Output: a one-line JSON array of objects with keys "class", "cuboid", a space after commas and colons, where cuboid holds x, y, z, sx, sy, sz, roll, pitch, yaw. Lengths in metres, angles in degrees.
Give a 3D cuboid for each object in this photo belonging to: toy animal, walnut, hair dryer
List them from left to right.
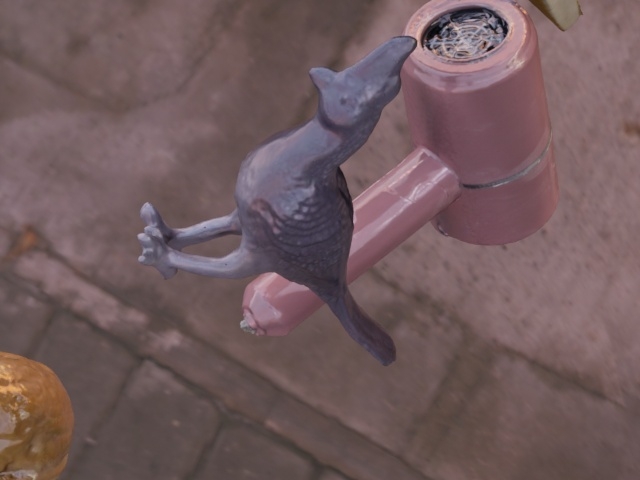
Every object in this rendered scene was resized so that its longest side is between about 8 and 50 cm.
[{"class": "walnut", "cuboid": [-0.304, 0.173, 1.541, 0.166, 0.166, 0.149, -32, 60, 7]}, {"class": "toy animal", "cuboid": [-0.035, -0.006, 1.269, 0.206, 0.367, 0.081, -7, 52, -6]}, {"class": "hair dryer", "cuboid": [0.060, -0.040, 1.459, 0.352, 0.210, 0.125, -40, 50, -22]}]

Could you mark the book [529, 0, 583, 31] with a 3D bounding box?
[{"class": "book", "cuboid": [0.034, -0.315, 1.225, 0.032, 0.269, 0.389, -45, 75, 4]}]
